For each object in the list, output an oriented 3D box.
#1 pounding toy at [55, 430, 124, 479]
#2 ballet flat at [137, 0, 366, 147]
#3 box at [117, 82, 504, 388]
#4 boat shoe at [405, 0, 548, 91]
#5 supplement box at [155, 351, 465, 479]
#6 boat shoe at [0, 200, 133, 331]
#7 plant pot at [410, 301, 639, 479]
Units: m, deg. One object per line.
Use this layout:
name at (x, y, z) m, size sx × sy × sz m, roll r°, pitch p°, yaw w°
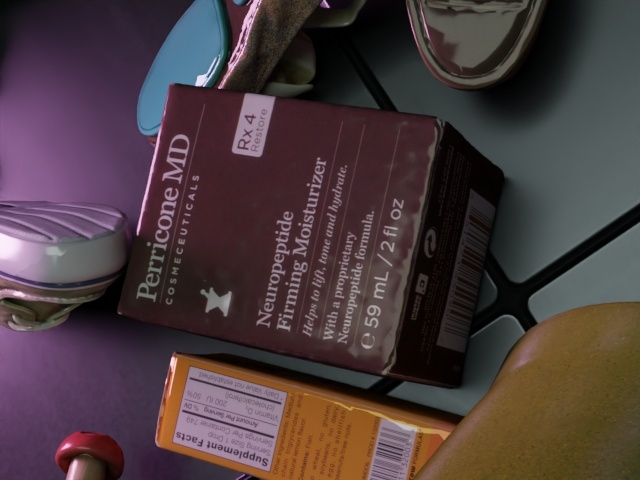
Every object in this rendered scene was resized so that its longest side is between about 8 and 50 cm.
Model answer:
pounding toy at (-0.122, 0.206, 0.915) m, size 0.236 × 0.183 × 0.110 m, roll -5°, pitch 48°, yaw 18°
ballet flat at (-0.034, -0.163, 0.936) m, size 0.316 × 0.106 × 0.108 m, roll -47°, pitch 40°, yaw 46°
box at (0.000, 0.000, 0.879) m, size 0.203 × 0.167 × 0.169 m, roll 10°, pitch 85°, yaw 23°
boat shoe at (0.121, -0.254, 0.911) m, size 0.110 × 0.104 × 0.308 m, roll 1°, pitch 85°, yaw 13°
supplement box at (0.001, 0.141, 0.906) m, size 0.233 × 0.078 × 0.080 m, roll 15°, pitch 90°, yaw 24°
boat shoe at (-0.217, 0.021, 0.952) m, size 0.302 × 0.109 × 0.094 m, roll 10°, pitch 105°, yaw 62°
plant pot at (0.156, 0.234, 0.660) m, size 0.366 × 0.367 × 0.353 m, roll 13°, pitch 50°, yaw 23°
